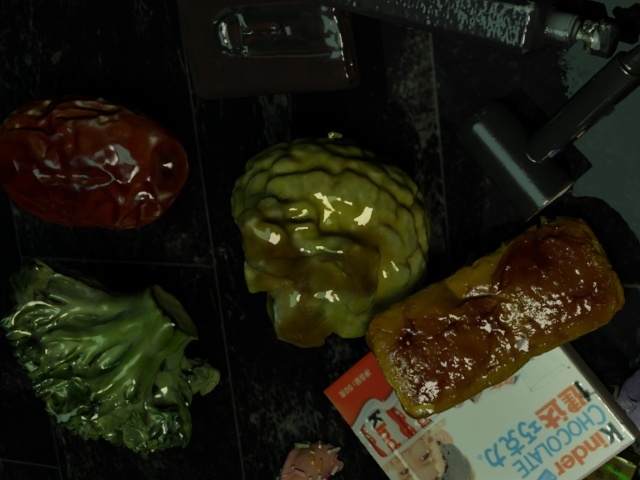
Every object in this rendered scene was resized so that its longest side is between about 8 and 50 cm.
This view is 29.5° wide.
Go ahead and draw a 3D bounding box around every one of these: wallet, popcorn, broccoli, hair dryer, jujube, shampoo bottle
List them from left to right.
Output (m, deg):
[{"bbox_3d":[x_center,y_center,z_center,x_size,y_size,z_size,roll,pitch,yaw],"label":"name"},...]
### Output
[{"bbox_3d":[-0.290,-0.100,1.532,0.250,0.174,0.174,2,108,25],"label":"jujube"},{"bbox_3d":[-0.250,0.126,1.558,0.245,0.248,0.288,-33,133,27],"label":"broccoli"},{"bbox_3d":[-0.069,-0.257,1.428,0.229,0.049,0.182,-1,109,31],"label":"wallet"},{"bbox_3d":[0.000,0.000,1.359,0.205,0.251,0.237,-1,102,35],"label":"popcorn"},{"bbox_3d":[0.160,-0.242,1.275,0.309,0.098,0.071,19,110,22],"label":"shampoo bottle"},{"bbox_3d":[0.250,-0.138,1.252,0.128,0.070,0.255,49,136,8],"label":"hair dryer"}]

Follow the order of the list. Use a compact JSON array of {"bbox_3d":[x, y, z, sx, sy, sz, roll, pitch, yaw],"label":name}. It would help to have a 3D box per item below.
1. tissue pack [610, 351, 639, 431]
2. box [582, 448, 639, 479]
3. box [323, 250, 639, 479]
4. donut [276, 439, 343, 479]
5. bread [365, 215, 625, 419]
[{"bbox_3d":[0.494,0.121,1.196,0.242,0.125,0.344,46,120,9],"label":"tissue pack"},{"bbox_3d":[0.263,0.261,1.427,0.193,0.030,0.121,25,117,19],"label":"box"},{"bbox_3d":[0.179,0.197,1.402,0.273,0.048,0.265,-43,78,21],"label":"box"},{"bbox_3d":[-0.005,0.344,1.554,0.065,0.117,0.166,-20,96,37],"label":"donut"},{"bbox_3d":[0.185,0.078,1.302,0.271,0.077,0.139,-27,82,-2],"label":"bread"}]
